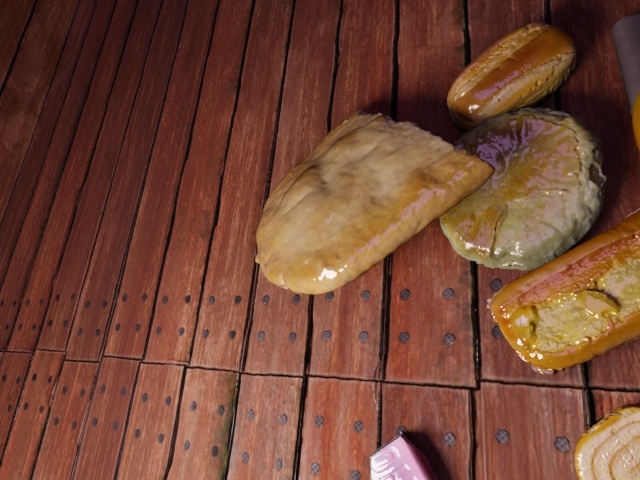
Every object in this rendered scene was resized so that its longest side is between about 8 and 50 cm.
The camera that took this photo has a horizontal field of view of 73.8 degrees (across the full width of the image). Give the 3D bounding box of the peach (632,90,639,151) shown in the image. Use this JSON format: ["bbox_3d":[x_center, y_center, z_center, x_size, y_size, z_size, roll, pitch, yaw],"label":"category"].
[{"bbox_3d":[0.586,-0.154,0.521,0.308,0.308,0.332,-42,49,9],"label":"peach"}]

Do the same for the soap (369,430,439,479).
[{"bbox_3d":[0.140,0.403,0.703,0.100,0.056,0.149,-36,58,10],"label":"soap"}]

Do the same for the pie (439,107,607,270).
[{"bbox_3d":[0.341,-0.092,0.761,0.307,0.071,0.306,-8,73,26],"label":"pie"}]

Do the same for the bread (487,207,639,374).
[{"bbox_3d":[0.412,0.084,0.637,0.288,0.119,0.152,-33,54,15],"label":"bread"}]

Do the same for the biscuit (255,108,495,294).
[{"bbox_3d":[0.038,-0.097,0.860,0.446,0.104,0.429,-39,39,9],"label":"biscuit"}]

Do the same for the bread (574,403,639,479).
[{"bbox_3d":[0.424,0.299,0.576,0.149,0.073,0.122,-43,62,11],"label":"bread"}]

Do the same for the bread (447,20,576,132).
[{"bbox_3d":[0.362,-0.312,0.827,0.236,0.106,0.140,-39,59,12],"label":"bread"}]

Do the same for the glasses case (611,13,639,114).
[{"bbox_3d":[0.571,-0.313,0.749,0.072,0.042,0.190,-5,69,20],"label":"glasses case"}]
